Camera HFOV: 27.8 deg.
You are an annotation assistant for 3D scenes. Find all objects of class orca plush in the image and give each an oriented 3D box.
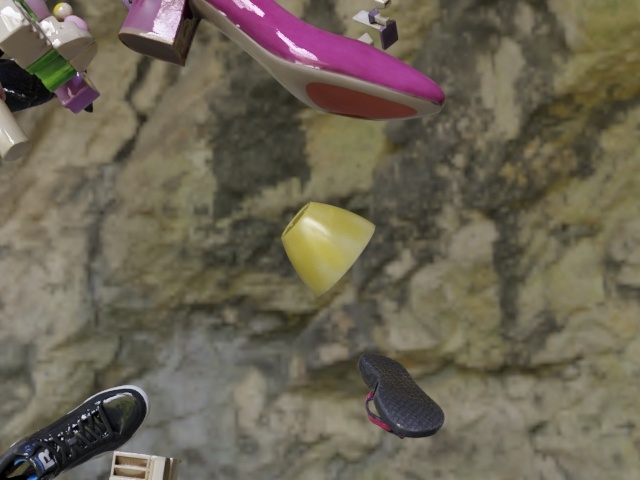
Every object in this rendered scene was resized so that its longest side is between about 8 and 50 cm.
[{"bbox_3d":[-0.523,-0.250,2.284,0.287,0.151,0.102,7,21,-41],"label":"orca plush"}]

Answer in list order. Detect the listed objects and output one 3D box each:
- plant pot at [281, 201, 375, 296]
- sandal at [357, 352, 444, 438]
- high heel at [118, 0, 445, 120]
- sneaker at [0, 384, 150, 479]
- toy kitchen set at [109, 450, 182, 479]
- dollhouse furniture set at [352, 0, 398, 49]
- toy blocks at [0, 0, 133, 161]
[{"bbox_3d":[0.000,0.000,1.867,0.095,0.134,0.134,39,-24,-8],"label":"plant pot"},{"bbox_3d":[0.070,0.154,1.212,0.067,0.040,0.179,19,10,-12],"label":"sandal"},{"bbox_3d":[-0.027,-0.256,1.429,0.377,0.181,0.127,18,-15,4],"label":"high heel"},{"bbox_3d":[-0.322,0.266,1.660,0.217,0.079,0.121,-29,4,8],"label":"sneaker"},{"bbox_3d":[-0.192,0.258,1.358,0.075,0.068,0.083,6,-11,7],"label":"toy kitchen set"},{"bbox_3d":[0.055,-0.346,2.104,0.081,0.114,0.091,30,-31,36],"label":"dollhouse furniture set"},{"bbox_3d":[-0.380,-0.306,1.575,0.309,0.260,0.288,-37,-17,1],"label":"toy blocks"}]
